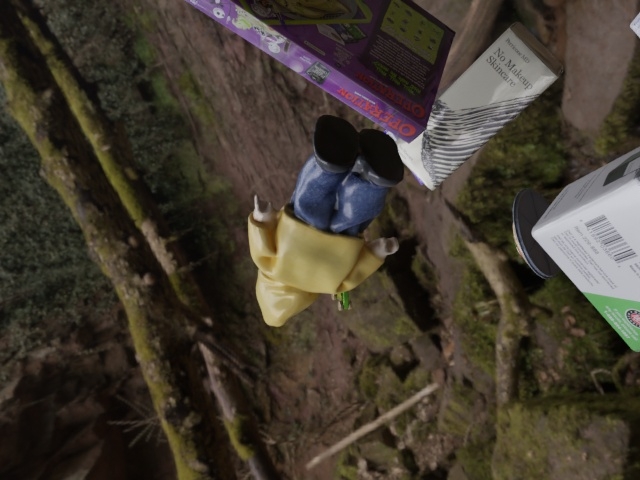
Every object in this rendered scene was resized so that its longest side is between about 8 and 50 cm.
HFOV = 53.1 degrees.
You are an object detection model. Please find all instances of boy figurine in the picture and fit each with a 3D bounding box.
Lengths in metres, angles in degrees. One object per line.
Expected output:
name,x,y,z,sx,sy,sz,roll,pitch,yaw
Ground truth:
boy figurine,0.000,0.000,0.743,0.285,0.177,0.092,116,160,-44

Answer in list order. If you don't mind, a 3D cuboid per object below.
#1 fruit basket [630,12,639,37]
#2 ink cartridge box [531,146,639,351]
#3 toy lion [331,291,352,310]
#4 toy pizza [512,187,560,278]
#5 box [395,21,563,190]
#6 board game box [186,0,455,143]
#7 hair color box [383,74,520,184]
fruit basket,0.777,-0.482,1.247,0.353,0.165,0.327,-101,32,-42
ink cartridge box,0.427,-0.013,0.721,0.211,0.121,0.289,49,147,-3
toy lion,0.051,0.113,1.600,0.100,0.034,0.096,-124,32,-65
toy pizza,0.462,-0.014,1.381,0.201,0.032,0.201,17,-116,-41
box,0.251,-0.215,1.051,0.113,0.275,0.094,45,-145,1
board game box,0.014,-0.299,0.853,0.347,0.056,0.208,31,-127,-14
hair color box,0.362,-0.322,1.760,0.185,0.339,0.110,55,156,2
